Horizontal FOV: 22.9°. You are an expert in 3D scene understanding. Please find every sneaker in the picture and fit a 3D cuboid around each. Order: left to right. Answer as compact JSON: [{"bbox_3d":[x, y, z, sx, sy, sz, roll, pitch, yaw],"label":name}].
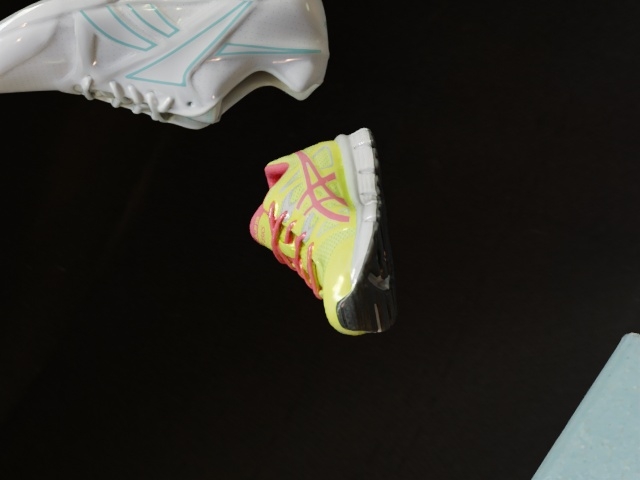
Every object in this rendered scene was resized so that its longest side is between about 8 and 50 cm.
[{"bbox_3d":[-0.068,-0.073,0.633,0.152,0.054,0.061,-12,91,-6],"label":"sneaker"},{"bbox_3d":[0.000,0.000,1.059,0.094,0.208,0.081,-8,119,2],"label":"sneaker"}]

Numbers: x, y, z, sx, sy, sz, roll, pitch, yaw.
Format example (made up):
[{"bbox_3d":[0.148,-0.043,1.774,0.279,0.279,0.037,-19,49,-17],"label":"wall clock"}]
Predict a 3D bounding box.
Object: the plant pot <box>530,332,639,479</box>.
[{"bbox_3d":[0.182,0.239,0.679,0.252,0.247,0.248,-46,130,-16],"label":"plant pot"}]
